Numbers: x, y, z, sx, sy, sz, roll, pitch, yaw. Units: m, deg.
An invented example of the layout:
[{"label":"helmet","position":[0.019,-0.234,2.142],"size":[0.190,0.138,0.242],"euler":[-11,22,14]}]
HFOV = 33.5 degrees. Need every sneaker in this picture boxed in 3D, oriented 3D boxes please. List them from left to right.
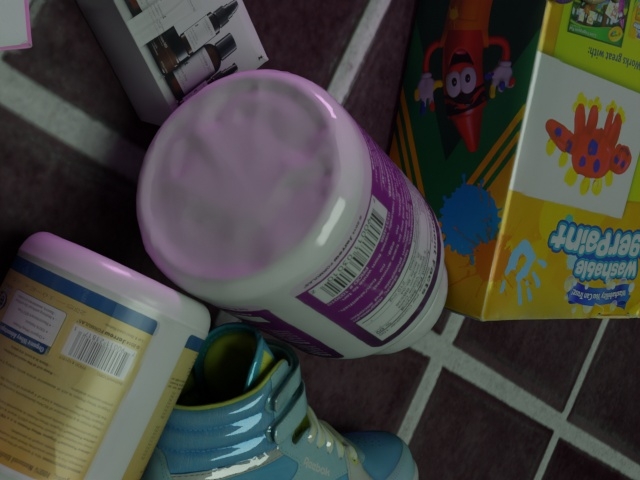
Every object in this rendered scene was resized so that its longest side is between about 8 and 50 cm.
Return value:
[{"label":"sneaker","position":[-0.020,0.164,0.927],"size":[0.319,0.127,0.208],"euler":[-7,109,-45]}]

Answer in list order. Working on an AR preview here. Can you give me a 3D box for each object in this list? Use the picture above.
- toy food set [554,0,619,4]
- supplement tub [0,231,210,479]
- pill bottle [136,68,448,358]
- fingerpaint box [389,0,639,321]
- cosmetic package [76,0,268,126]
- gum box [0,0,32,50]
[{"label":"toy food set","position":[0.221,-0.236,0.888],"size":[0.122,0.019,0.078],"euler":[-11,109,-40]},{"label":"supplement tub","position":[-0.178,0.109,0.735],"size":[0.144,0.144,0.200],"euler":[32,80,-46]},{"label":"pill bottle","position":[0.000,0.000,0.838],"size":[0.169,0.169,0.301],"euler":[-65,153,-7]},{"label":"fingerpaint box","position":[0.279,-0.112,1.106],"size":[0.445,0.163,0.371],"euler":[2,101,-43]},{"label":"cosmetic package","position":[-0.127,-0.202,0.745],"size":[0.099,0.060,0.239],"euler":[-46,131,-26]},{"label":"gum box","position":[-0.226,-0.197,0.613],"size":[0.062,0.107,0.188],"euler":[-16,114,-41]}]
